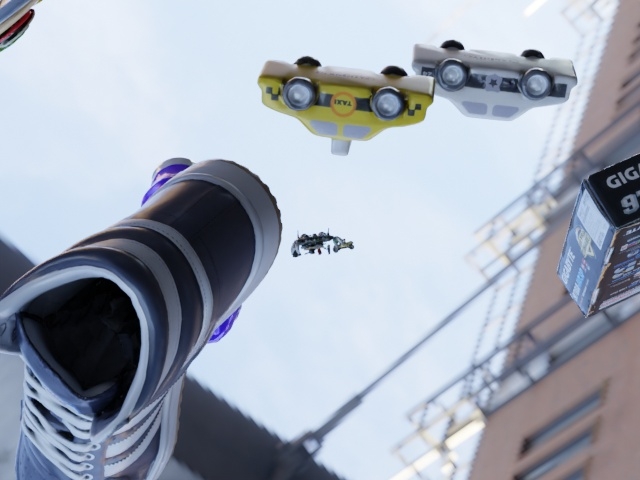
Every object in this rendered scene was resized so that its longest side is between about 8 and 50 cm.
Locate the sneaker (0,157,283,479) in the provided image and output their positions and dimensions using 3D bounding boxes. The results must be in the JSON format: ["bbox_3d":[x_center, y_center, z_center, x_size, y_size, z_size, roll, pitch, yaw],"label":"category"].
[{"bbox_3d":[-0.132,0.087,0.865,0.099,0.282,0.153,36,-148,8],"label":"sneaker"}]

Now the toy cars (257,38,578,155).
[{"bbox_3d":[0.109,-0.154,1.731,0.394,0.087,0.176,-11,-153,-35],"label":"toy cars"}]

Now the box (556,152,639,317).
[{"bbox_3d":[0.299,-0.034,1.221,0.220,0.175,0.051,-24,-113,-8],"label":"box"}]

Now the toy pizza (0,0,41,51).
[{"bbox_3d":[-0.250,-0.201,1.315,0.032,0.201,0.201,52,-148,-20],"label":"toy pizza"}]

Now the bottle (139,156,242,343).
[{"bbox_3d":[-0.154,0.002,1.765,0.118,0.092,0.283,14,-151,-17],"label":"bottle"}]

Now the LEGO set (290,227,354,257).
[{"bbox_3d":[-0.002,0.000,1.464,0.083,0.054,0.023,10,-110,-78],"label":"LEGO set"}]
